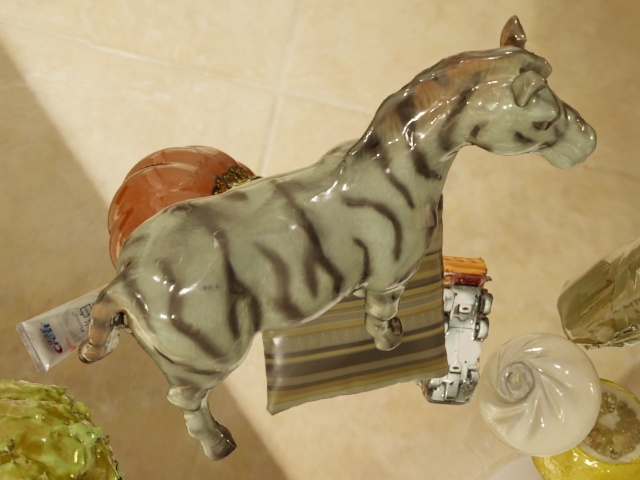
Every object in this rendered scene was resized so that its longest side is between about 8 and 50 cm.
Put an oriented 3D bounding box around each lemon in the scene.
[{"bbox_3d":[0.519,0.398,1.890,0.241,0.219,0.240,5,54,-6],"label":"lemon"}]

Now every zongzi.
[{"bbox_3d":[0.520,0.080,1.724,0.447,0.418,0.181,-23,60,24],"label":"zongzi"}]

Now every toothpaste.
[{"bbox_3d":[-0.403,0.125,1.799,0.323,0.066,0.100,-32,104,-36],"label":"toothpaste"}]

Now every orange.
[{"bbox_3d":[-0.295,0.260,0.830,0.223,0.300,0.301,41,66,-33],"label":"orange"}]

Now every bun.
[{"bbox_3d":[0.291,0.203,1.322,0.172,0.173,0.120,-52,136,2],"label":"bun"}]

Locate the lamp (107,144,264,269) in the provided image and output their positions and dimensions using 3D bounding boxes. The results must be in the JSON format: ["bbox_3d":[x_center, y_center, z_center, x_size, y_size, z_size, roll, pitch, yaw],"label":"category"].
[{"bbox_3d":[-0.129,0.003,1.055,0.197,0.223,0.223,-28,103,26],"label":"lamp"}]

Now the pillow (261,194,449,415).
[{"bbox_3d":[0.034,0.064,1.004,0.208,0.052,0.212,-10,106,-17],"label":"pillow"}]

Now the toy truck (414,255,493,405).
[{"bbox_3d":[0.248,0.167,1.832,0.114,0.135,0.270,6,102,-8],"label":"toy truck"}]

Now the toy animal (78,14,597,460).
[{"bbox_3d":[0.008,0.006,0.478,0.255,0.170,0.089,-35,59,1],"label":"toy animal"}]
